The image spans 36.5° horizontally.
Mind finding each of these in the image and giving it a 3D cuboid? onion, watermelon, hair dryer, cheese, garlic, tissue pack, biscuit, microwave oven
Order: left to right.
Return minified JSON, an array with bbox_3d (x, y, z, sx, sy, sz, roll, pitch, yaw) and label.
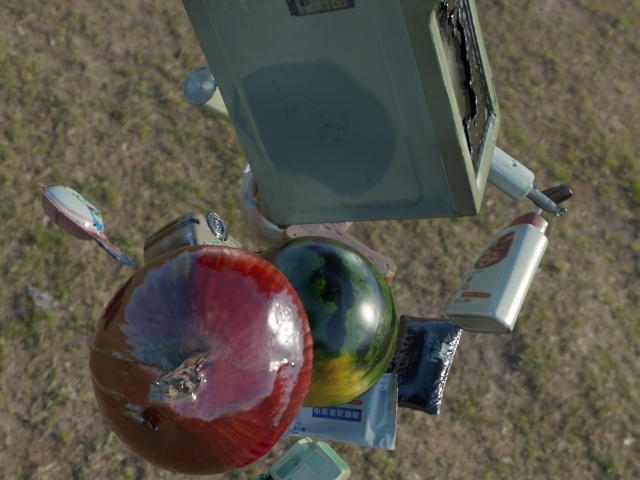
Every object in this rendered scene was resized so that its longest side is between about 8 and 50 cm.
[{"bbox_3d":[-0.513,-0.036,2.109,0.286,0.074,0.189,40,1,22],"label":"cheese"},{"bbox_3d":[-0.120,0.129,1.006,0.248,0.248,0.161,11,10,-24],"label":"onion"},{"bbox_3d":[-0.090,-0.077,2.348,0.340,0.245,0.231,28,17,17],"label":"garlic"},{"bbox_3d":[-0.012,0.120,1.432,0.269,0.269,0.269,18,41,-17],"label":"watermelon"},{"bbox_3d":[0.000,0.000,1.795,0.301,0.049,0.197,38,27,14],"label":"biscuit"},{"bbox_3d":[0.028,0.267,1.563,0.193,0.122,0.026,4,-5,8],"label":"tissue pack"},{"bbox_3d":[0.036,-0.220,1.074,0.286,0.355,0.218,-3,40,24],"label":"microwave oven"},{"bbox_3d":[0.201,-0.122,1.369,0.357,0.173,0.107,34,51,-12],"label":"hair dryer"}]

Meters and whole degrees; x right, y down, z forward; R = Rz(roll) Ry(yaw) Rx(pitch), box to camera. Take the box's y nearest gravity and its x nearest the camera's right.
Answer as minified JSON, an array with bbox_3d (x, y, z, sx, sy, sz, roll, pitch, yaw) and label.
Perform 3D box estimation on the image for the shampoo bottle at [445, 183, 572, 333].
[{"bbox_3d":[0.326,0.027,1.637,0.071,0.153,0.284,38,71,-17],"label":"shampoo bottle"}]

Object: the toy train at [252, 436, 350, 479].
[{"bbox_3d":[0.008,0.321,1.087,0.125,0.081,0.194,-43,71,-8],"label":"toy train"}]

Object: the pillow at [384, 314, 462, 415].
[{"bbox_3d":[0.178,0.221,1.765,0.141,0.055,0.208,5,49,28],"label":"pillow"}]

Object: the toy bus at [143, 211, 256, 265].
[{"bbox_3d":[-0.168,0.085,1.668,0.289,0.139,0.157,42,28,-40],"label":"toy bus"}]

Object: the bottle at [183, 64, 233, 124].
[{"bbox_3d":[-0.148,-0.238,1.683,0.201,0.072,0.072,21,31,-57],"label":"bottle"}]
